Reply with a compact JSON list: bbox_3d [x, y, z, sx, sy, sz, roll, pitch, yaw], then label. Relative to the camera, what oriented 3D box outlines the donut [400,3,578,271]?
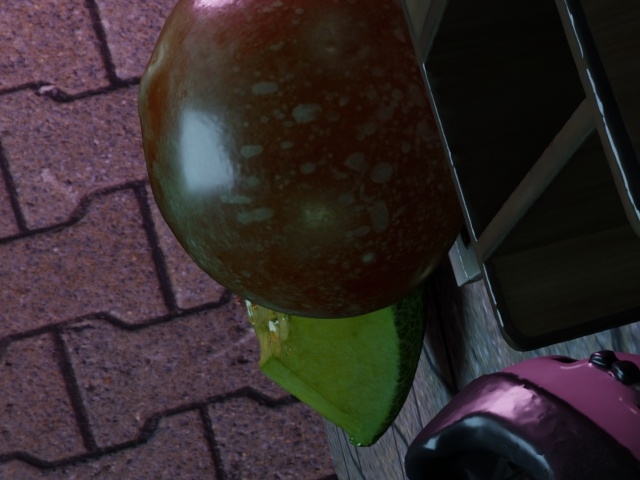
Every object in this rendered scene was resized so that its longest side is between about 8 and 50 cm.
[{"bbox_3d":[0.102,-0.104,0.573,0.151,0.112,0.295,87,168,-77],"label":"donut"}]

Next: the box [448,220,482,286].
[{"bbox_3d":[0.116,-0.021,0.981,0.167,0.024,0.090,120,135,-79],"label":"box"}]

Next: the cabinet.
[{"bbox_3d":[0.103,-0.095,0.406,0.175,0.148,0.215,105,150,-77],"label":"cabinet"}]

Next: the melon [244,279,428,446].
[{"bbox_3d":[0.000,0.000,1.236,0.343,0.226,0.331,121,147,-62],"label":"melon"}]

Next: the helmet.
[{"bbox_3d":[0.147,0.156,0.624,0.198,0.154,0.253,29,157,53],"label":"helmet"}]

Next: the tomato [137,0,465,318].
[{"bbox_3d":[-0.018,-0.082,0.926,0.270,0.222,0.270,-172,90,-71],"label":"tomato"}]
